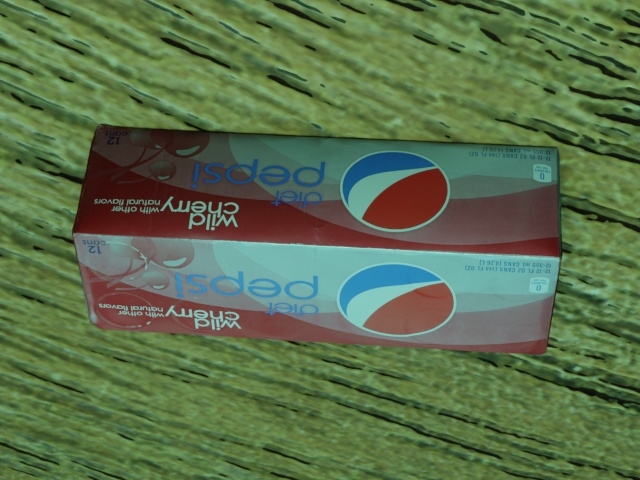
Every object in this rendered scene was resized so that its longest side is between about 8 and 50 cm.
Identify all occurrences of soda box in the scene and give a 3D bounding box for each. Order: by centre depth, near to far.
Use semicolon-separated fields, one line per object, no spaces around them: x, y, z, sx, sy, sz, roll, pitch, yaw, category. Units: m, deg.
0.000;0.000;0.941;0.263;0.083;0.092;2;140;3;soda box
